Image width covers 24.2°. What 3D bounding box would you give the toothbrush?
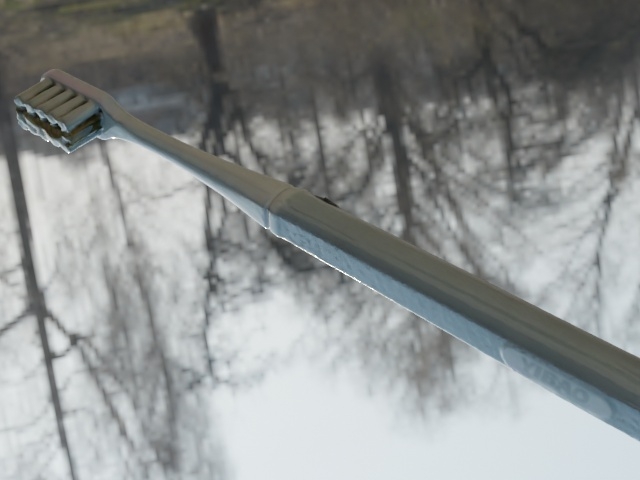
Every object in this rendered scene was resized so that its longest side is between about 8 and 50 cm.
[{"bbox_3d":[0.002,-0.001,0.579,0.342,0.025,0.030,26,-133,31],"label":"toothbrush"}]
